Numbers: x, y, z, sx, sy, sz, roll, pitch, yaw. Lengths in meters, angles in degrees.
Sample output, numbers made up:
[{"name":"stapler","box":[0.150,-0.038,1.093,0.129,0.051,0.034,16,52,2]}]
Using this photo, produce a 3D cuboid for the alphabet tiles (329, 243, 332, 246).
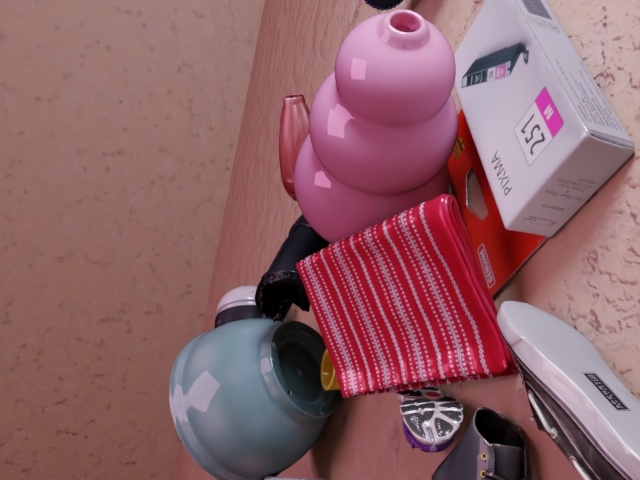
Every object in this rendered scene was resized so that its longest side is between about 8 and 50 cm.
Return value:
[{"name":"alphabet tiles","box":[0.054,-0.065,1.172,0.198,0.009,0.237,-103,27,-49]}]

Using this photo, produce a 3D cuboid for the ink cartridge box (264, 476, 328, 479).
[{"name":"ink cartridge box","box":[-0.073,0.573,1.049,0.211,0.121,0.289,-98,24,-44]}]

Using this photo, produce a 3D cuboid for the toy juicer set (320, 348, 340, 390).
[{"name":"toy juicer set","box":[0.060,0.071,0.942,0.209,0.089,0.329,151,126,-69]}]

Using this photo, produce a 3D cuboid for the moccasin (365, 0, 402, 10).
[{"name":"moccasin","box":[0.146,-0.451,0.869,0.342,0.137,0.117,130,141,-60]}]

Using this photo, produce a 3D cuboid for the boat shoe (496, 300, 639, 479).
[{"name":"boat shoe","box":[0.200,0.131,0.488,0.219,0.077,0.070,-114,38,-58]}]

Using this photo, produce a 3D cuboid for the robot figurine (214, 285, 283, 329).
[{"name":"robot figurine","box":[-0.169,0.245,1.456,0.173,0.209,0.278,52,-151,-52]}]

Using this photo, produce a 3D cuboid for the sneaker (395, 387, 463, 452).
[{"name":"sneaker","box":[0.126,0.215,0.696,0.170,0.068,0.071,43,-139,-85]}]

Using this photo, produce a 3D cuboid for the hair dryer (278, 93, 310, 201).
[{"name":"hair dryer","box":[-0.030,-0.168,1.156,0.293,0.080,0.224,72,-165,-62]}]

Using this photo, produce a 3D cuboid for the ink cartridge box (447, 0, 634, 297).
[{"name":"ink cartridge box","box":[0.193,-0.112,0.669,0.239,0.060,0.275,119,154,-45]}]

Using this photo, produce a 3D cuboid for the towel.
[{"name":"towel","box":[0.083,0.080,0.705,0.275,0.031,0.199,-26,82,48]}]

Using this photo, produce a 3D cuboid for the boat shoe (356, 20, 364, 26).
[{"name":"boat shoe","box":[0.072,-0.338,1.161,0.059,0.063,0.170,-120,43,-73]}]

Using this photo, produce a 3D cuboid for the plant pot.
[{"name":"plant pot","box":[-0.087,0.258,1.067,0.196,0.293,0.293,-34,43,30]}]

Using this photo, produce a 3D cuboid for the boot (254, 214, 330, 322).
[{"name":"boot","box":[0.000,0.000,0.939,0.246,0.094,0.207,-46,14,39]}]

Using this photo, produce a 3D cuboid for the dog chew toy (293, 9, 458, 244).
[{"name":"dog chew toy","box":[0.072,-0.128,0.737,0.332,0.206,0.207,96,173,-57]}]

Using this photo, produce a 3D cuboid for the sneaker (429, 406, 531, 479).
[{"name":"sneaker","box":[0.160,0.257,0.538,0.222,0.083,0.118,-114,37,-62]}]
